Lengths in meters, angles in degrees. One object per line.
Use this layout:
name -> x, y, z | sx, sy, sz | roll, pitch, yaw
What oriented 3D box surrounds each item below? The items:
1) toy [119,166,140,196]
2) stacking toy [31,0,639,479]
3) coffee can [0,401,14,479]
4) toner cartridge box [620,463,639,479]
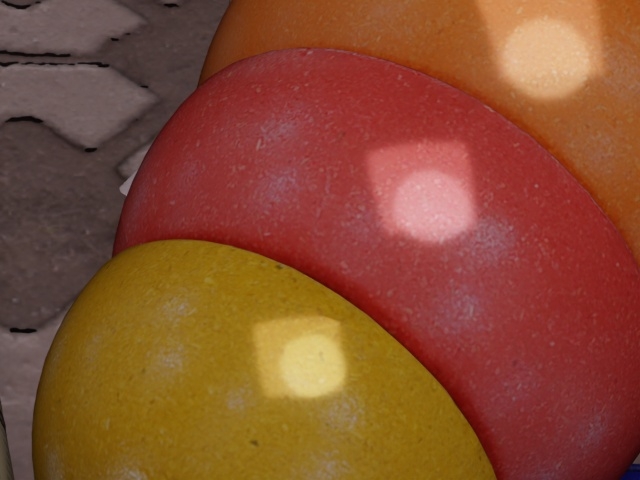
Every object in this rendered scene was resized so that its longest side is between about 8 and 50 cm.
toy -> 0.000, 0.000, 0.915 | 0.237, 0.056, 0.137 | 36, 56, 8
stacking toy -> -0.012, 0.066, 0.604 | 0.350, 0.350, 0.480 | 30, 51, 18
coffee can -> -0.254, 0.098, 0.677 | 0.201, 0.201, 0.275 | -7, 49, -17
toner cartridge box -> 0.193, 0.274, 0.682 | 0.165, 0.075, 0.348 | 3, 46, -7
